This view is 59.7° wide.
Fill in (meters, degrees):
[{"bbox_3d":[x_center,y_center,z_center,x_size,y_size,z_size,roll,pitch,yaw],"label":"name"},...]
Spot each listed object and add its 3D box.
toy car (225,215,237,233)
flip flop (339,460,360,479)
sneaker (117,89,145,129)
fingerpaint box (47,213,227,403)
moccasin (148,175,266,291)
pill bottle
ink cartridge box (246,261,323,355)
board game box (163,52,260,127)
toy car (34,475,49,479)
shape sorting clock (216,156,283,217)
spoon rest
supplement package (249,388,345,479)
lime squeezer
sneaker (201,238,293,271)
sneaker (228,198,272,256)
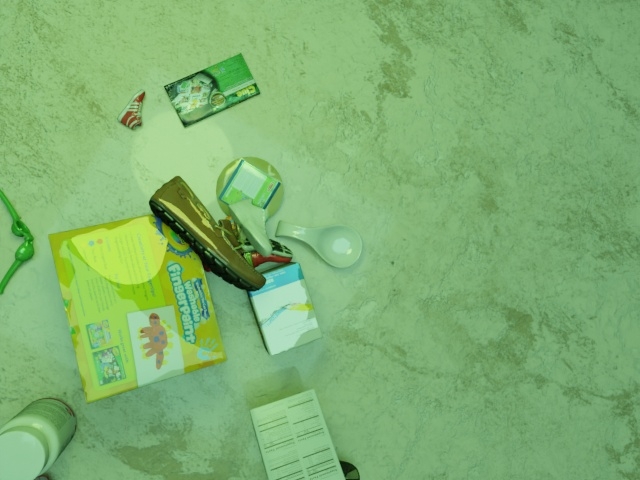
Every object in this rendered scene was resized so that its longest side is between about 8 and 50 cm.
[{"bbox_3d":[-0.308,-0.050,1.691,0.122,0.040,0.060,10,107,-3],"label":"toy car"},{"bbox_3d":[-0.018,0.707,1.707,0.277,0.080,0.112,12,56,-3],"label":"flip flop"},{"bbox_3d":[-0.541,-0.385,1.653,0.067,0.042,0.118,36,90,-4],"label":"sneaker"},{"bbox_3d":[-0.498,0.170,1.537,0.371,0.163,0.445,-14,83,-21],"label":"fingerpaint box"},{"bbox_3d":[-0.284,-0.014,1.508,0.380,0.139,0.147,44,65,-1],"label":"moccasin"},{"bbox_3d":[-0.755,0.524,1.463,0.160,0.283,0.160,0,88,-12],"label":"pill bottle"},{"bbox_3d":[-0.116,0.199,1.658,0.168,0.171,0.233,-19,92,-11],"label":"ink cartridge box"},{"bbox_3d":[-0.330,-0.460,1.706,0.259,0.030,0.136,-27,92,-11],"label":"board game box"},{"bbox_3d":[-0.847,0.641,1.503,0.239,0.225,0.053,0,46,-11],"label":"toy car"},{"bbox_3d":[-0.217,-0.153,1.713,0.206,0.040,0.206,0,94,-4],"label":"shape sorting clock"},{"bbox_3d":[0.000,0.000,1.732,0.276,0.084,0.137,15,86,-10],"label":"spoon rest"},{"bbox_3d":[-0.069,0.601,1.594,0.198,0.199,0.263,-16,63,-11],"label":"supplement package"},{"bbox_3d":[-0.867,-0.005,1.581,0.109,0.059,0.311,-2,90,19],"label":"lime squeezer"},{"bbox_3d":[-0.223,0.056,1.693,0.279,0.107,0.118,2,107,-8],"label":"sneaker"},{"bbox_3d":[-0.183,-0.049,1.629,0.094,0.080,0.212,-27,61,-19],"label":"sneaker"}]
